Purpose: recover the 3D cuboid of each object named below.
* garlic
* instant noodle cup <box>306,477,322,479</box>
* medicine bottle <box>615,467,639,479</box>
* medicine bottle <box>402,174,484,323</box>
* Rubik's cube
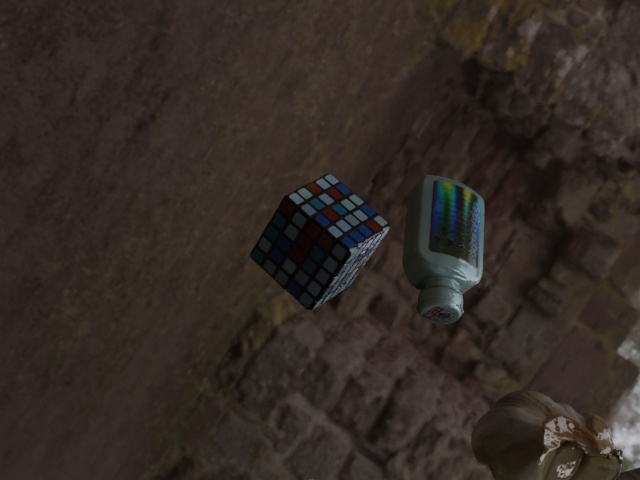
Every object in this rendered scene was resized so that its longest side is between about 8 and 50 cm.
[{"bbox_3d":[0.410,0.384,1.737,0.184,0.281,0.203,-107,-146,-45],"label":"garlic"},{"bbox_3d":[0.033,0.610,1.623,0.294,0.308,0.293,-21,133,-24],"label":"instant noodle cup"},{"bbox_3d":[0.627,0.597,1.894,0.389,0.219,0.219,-14,161,-7],"label":"medicine bottle"},{"bbox_3d":[0.190,0.016,1.413,0.083,0.121,0.228,-46,-151,49],"label":"medicine bottle"},{"bbox_3d":[0.000,0.000,1.890,0.184,0.182,0.187,-29,157,-54],"label":"Rubik's cube"}]
